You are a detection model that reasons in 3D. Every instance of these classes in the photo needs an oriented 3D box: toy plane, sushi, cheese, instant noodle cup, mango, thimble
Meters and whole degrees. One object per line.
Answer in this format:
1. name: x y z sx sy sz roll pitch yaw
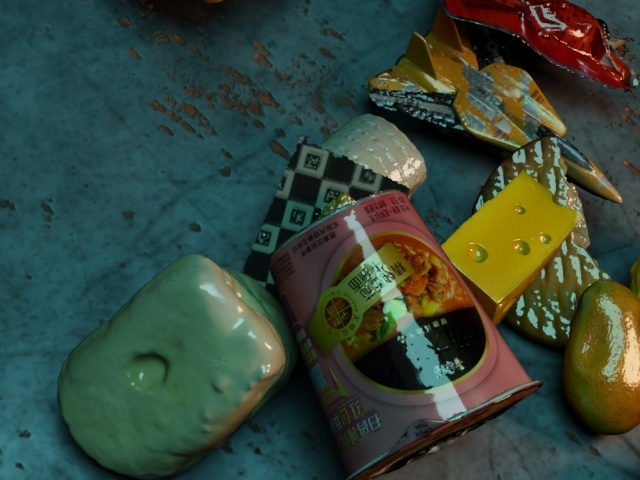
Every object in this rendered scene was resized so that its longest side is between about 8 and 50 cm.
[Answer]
1. toy plane: 0.225 -0.139 2.003 0.316 0.103 0.204 43 65 5
2. sushi: 0.000 0.000 1.862 0.139 0.031 0.201 23 94 3
3. cheese: 0.206 0.007 1.885 0.093 0.126 0.171 38 70 14
4. instant noodle cup: 0.069 0.095 1.744 0.244 0.244 0.255 -24 79 -20
5. mango: 0.321 0.131 1.862 0.115 0.089 0.165 16 76 -26
6. thimble: 0.054 -0.083 1.935 0.115 0.102 0.090 43 62 13
7. cheese: -0.142 0.135 1.769 0.248 0.251 0.174 -39 87 12

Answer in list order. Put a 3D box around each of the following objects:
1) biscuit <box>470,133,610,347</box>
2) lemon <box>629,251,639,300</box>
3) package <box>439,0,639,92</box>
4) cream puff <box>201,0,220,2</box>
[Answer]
1. biscuit: 0.253 -0.003 1.926 0.176 0.031 0.229 19 85 13
2. lemon: 0.408 0.045 1.923 0.114 0.114 0.155 33 62 8
3. package: 0.266 -0.271 2.045 0.269 0.071 0.194 28 26 -16
4. cream puff: -0.101 -0.435 2.030 0.291 0.257 0.324 21 96 39
